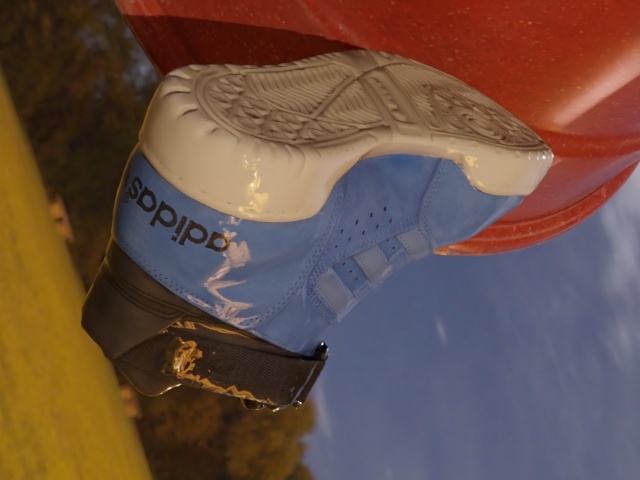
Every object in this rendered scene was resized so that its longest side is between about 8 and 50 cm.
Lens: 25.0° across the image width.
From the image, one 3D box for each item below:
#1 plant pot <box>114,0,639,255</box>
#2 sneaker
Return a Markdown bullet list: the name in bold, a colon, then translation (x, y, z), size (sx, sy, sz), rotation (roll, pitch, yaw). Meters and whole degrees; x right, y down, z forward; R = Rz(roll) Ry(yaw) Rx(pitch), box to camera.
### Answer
- **plant pot**: translation (0.098, -0.163, 0.451), size (0.265, 0.272, 0.272), rotation (-31, -105, 54)
- **sneaker**: translation (-0.001, -0.001, 0.380), size (0.058, 0.152, 0.084), rotation (39, -63, 24)
